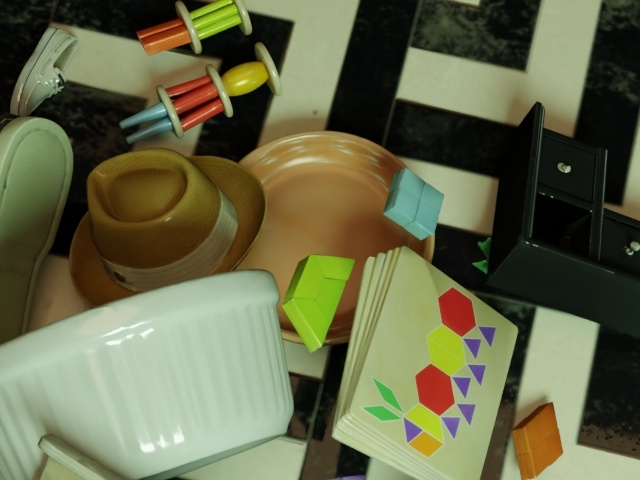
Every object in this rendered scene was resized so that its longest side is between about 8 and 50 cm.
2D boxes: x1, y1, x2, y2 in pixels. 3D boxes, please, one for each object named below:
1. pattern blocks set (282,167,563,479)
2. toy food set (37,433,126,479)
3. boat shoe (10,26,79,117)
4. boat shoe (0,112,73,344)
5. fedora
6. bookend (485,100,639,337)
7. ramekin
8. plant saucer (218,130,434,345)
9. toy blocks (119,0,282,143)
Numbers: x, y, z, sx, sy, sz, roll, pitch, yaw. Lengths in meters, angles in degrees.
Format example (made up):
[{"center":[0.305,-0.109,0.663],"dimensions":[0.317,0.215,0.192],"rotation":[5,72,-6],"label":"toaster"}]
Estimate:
[{"center":[0.085,0.111,1.289],"dimensions":[0.285,0.026,0.325],"rotation":[42,51,-16],"label":"pattern blocks set"},{"center":[-0.159,0.313,1.101],"dimensions":[0.219,0.092,0.306],"rotation":[30,108,10],"label":"toy food set"},{"center":[-0.251,-0.150,1.458],"dimensions":[0.035,0.035,0.100],"rotation":[19,64,10],"label":"boat shoe"},{"center":[-0.322,0.049,1.343],"dimensions":[0.113,0.127,0.340],"rotation":[13,84,32],"label":"boat shoe"},{"center":[-0.142,-0.024,1.347],"dimensions":[0.194,0.079,0.194],"rotation":[-16,43,15],"label":"fedora"},{"center":[0.234,-0.016,1.371],"dimensions":[0.157,0.072,0.156],"rotation":[20,52,-10],"label":"bookend"},{"center":[-0.146,0.127,1.240],"dimensions":[0.272,0.273,0.127],"rotation":[-18,82,-7],"label":"ramekin"},{"center":[0.000,0.000,1.399],"dimensions":[0.200,0.037,0.200],"rotation":[0,69,1],"label":"plant saucer"},{"center":[-0.126,-0.158,1.449],"dimensions":[0.148,0.054,0.123],"rotation":[-24,72,-8],"label":"toy blocks"}]
